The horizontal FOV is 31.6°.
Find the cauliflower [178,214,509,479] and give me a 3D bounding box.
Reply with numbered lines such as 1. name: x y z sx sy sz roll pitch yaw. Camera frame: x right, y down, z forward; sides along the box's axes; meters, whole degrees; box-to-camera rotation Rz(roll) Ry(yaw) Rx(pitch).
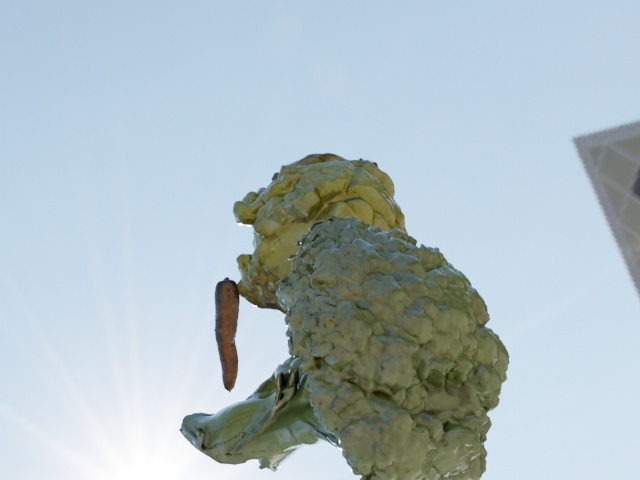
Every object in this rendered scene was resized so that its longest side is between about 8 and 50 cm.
1. cauliflower: 0.046 0.135 1.044 0.281 0.260 0.327 -57 0 35

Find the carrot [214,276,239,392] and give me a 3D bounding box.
1. carrot: -0.130 0.132 1.563 0.036 0.036 0.165 -7 -78 -40

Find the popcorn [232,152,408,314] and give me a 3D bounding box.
1. popcorn: 0.001 -0.008 1.664 0.293 0.293 0.237 35 -123 -51
